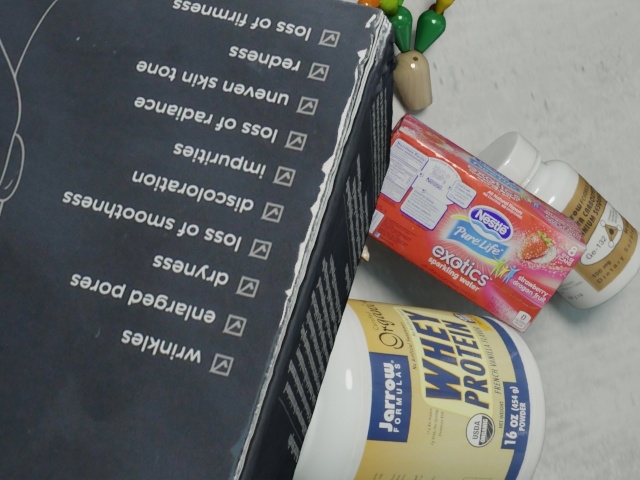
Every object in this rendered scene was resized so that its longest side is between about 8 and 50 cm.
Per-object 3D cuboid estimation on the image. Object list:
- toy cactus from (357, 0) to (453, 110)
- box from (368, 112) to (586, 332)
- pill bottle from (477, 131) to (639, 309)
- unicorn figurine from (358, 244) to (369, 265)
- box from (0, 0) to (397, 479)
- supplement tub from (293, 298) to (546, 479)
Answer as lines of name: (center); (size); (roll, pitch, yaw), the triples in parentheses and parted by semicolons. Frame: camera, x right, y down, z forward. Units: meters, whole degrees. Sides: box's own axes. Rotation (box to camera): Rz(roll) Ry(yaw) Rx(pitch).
toy cactus: (0.093, -0.252, 1.318); (0.219, 0.112, 0.181); (-34, 116, -34)
box: (0.169, -0.024, 1.230); (0.256, 0.122, 0.128); (32, 109, -1)
pill bottle: (0.297, -0.029, 1.346); (0.229, 0.131, 0.131); (41, 66, -14)
unicorn figurine: (0.000, 0.000, 1.235); (0.111, 0.060, 0.162); (45, 69, -5)
box: (-0.226, 0.024, 0.889); (0.479, 0.297, 0.472); (15, 71, 9)
supplement tub: (0.059, 0.181, 1.138); (0.316, 0.228, 0.228); (8, 77, -25)
